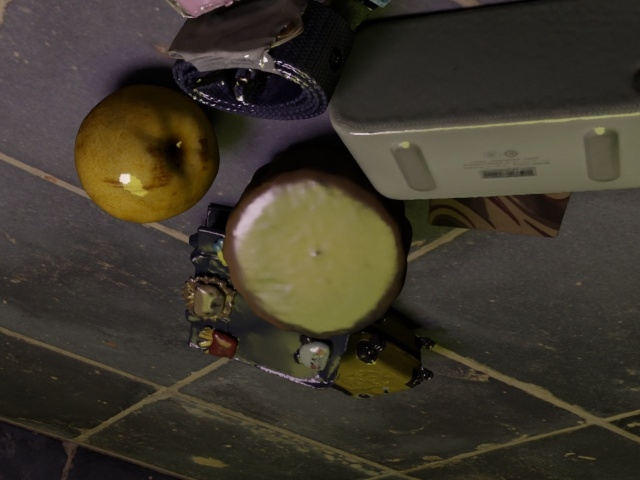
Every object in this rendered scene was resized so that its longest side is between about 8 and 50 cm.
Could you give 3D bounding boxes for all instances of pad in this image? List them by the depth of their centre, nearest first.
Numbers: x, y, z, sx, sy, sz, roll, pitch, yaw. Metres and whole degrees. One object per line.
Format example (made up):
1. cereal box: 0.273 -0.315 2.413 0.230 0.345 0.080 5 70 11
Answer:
1. pad: 0.277 -0.100 1.322 0.219 0.004 0.330 6 149 8

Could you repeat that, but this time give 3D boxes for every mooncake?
1. mooncake: 0.000 0.000 1.336 0.290 0.161 0.291 3 117 7

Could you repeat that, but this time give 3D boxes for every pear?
1. pear: -0.255 -0.122 1.262 0.208 0.209 0.209 8 149 5

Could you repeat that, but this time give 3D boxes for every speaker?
1. speaker: 0.231 -0.162 1.067 0.405 0.183 0.184 -2 152 20

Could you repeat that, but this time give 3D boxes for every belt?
1. belt: -0.069 -0.230 1.051 0.230 0.126 0.139 9 156 38

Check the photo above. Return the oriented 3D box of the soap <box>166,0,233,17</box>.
1. soap: -0.163 -0.372 0.930 0.181 0.081 0.259 -15 140 37

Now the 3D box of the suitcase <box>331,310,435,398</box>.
1. suitcase: 0.093 0.224 1.785 0.234 0.143 0.194 -21 138 41

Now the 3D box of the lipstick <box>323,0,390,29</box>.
1. lipstick: 0.029 -0.280 1.055 0.051 0.051 0.312 25 147 -23

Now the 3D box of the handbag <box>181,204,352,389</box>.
1. handbag: -0.092 0.105 1.575 0.329 0.122 0.304 13 127 2
